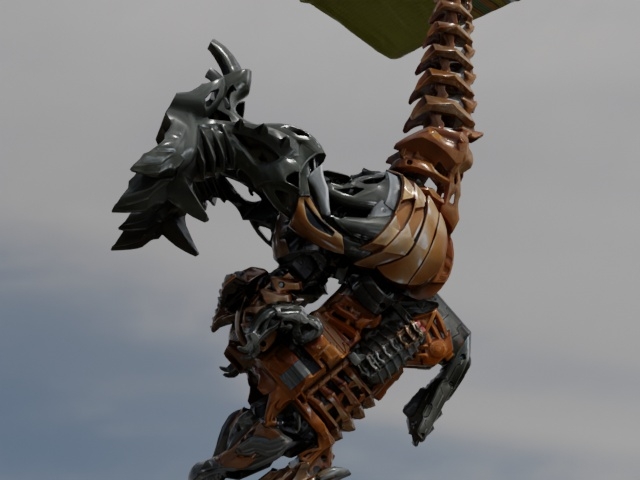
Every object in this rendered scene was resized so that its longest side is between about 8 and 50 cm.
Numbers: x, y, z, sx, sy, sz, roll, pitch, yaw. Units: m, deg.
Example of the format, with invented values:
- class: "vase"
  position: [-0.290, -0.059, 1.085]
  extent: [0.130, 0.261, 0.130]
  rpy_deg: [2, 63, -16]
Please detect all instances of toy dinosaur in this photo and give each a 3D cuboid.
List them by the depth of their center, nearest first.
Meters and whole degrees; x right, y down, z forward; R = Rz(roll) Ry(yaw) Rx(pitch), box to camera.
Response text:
- class: "toy dinosaur"
  position: [0.000, 0.000, 1.127]
  extent: [0.218, 0.322, 0.164]
  rpy_deg: [27, -33, 0]

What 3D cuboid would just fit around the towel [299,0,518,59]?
- class: "towel"
  position: [0.064, -0.189, 1.493]
  extent: [0.102, 0.021, 0.237]
  rpy_deg: [37, -18, -13]
